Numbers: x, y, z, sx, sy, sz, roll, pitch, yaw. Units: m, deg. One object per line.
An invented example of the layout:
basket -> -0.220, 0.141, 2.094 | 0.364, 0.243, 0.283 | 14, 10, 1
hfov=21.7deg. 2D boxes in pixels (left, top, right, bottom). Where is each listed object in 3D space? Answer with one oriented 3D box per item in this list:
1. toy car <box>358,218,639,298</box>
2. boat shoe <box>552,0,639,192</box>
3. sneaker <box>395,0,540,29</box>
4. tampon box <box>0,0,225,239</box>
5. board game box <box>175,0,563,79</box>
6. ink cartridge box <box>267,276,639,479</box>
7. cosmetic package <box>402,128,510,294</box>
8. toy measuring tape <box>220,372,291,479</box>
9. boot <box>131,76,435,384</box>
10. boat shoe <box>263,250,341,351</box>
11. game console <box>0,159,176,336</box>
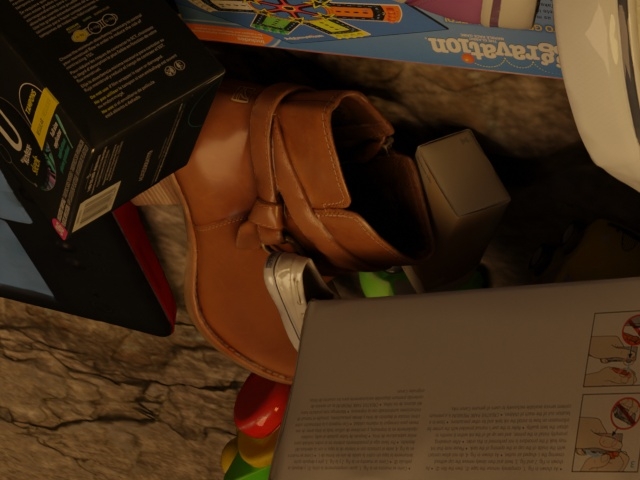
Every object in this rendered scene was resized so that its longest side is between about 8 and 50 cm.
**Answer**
toy car -> 0.128, 0.057, 1.190 | 0.225, 0.053, 0.239 | 11, 148, 19
boat shoe -> 0.248, -0.048, 0.862 | 0.156, 0.136, 0.367 | 1, 146, 34
sneaker -> 0.032, -0.186, 0.733 | 0.161, 0.102, 0.282 | 13, 156, 6
tampon box -> -0.157, -0.108, 1.017 | 0.161, 0.101, 0.120 | 50, 151, 12
board game box -> 0.033, -0.158, 0.942 | 0.281, 0.027, 0.145 | 9, 145, 23
ink cartridge box -> 0.177, 0.135, 1.024 | 0.309, 0.130, 0.272 | -6, 151, 39
cosmetic package -> 0.081, -0.015, 1.093 | 0.060, 0.041, 0.115 | 62, 159, 24
toy measuring tape -> 0.027, 0.125, 1.324 | 0.121, 0.121, 0.330 | 37, 140, -22
boot -> 0.000, 0.000, 1.140 | 0.220, 0.109, 0.283 | 0, 130, 43
boat shoe -> -0.003, 0.045, 1.086 | 0.035, 0.035, 0.100 | 4, 137, 31
game console -> -0.322, -0.049, 1.327 | 0.386, 0.060, 0.342 | 13, 148, 19
